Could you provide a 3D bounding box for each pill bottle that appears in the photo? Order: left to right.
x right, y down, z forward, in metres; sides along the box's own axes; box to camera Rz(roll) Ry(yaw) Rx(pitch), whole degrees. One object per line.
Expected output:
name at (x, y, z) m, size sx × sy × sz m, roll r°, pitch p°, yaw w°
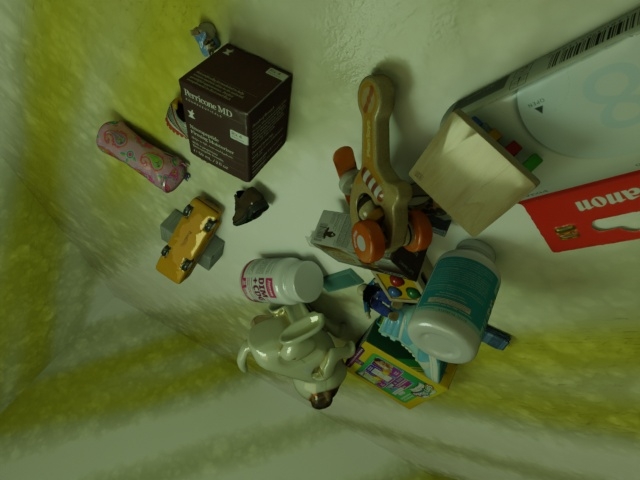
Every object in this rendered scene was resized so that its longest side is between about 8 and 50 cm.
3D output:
pill bottle at (-0.135, 0.138, 1.420) m, size 0.283 × 0.160 × 0.160 m, roll -5°, pitch 131°, yaw 45°
pill bottle at (0.301, 0.120, 0.903) m, size 0.146 × 0.264 × 0.146 m, roll 24°, pitch 147°, yaw 17°

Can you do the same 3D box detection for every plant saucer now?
plant saucer at (0.061, 0.136, 1.373) m, size 0.067 × 0.018 × 0.192 m, roll 44°, pitch 146°, yaw -15°

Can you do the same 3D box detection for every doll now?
doll at (0.166, 0.179, 1.249) m, size 0.046 × 0.129 × 0.189 m, roll 10°, pitch -170°, yaw -31°

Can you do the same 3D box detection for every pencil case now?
pencil case at (-0.565, -0.268, 1.324) m, size 0.284 × 0.124 × 0.124 m, roll 32°, pitch 148°, yaw 3°

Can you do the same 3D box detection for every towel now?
towel at (0.465, 0.264, 1.164) m, size 0.120 × 0.029 × 0.067 m, roll 23°, pitch 146°, yaw 16°

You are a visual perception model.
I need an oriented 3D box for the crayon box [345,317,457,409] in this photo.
crayon box at (0.274, 0.467, 1.532) m, size 0.313 × 0.106 × 0.363 m, roll 29°, pitch 148°, yaw 7°

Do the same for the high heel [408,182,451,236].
high heel at (0.191, -0.114, 0.860) m, size 0.186 × 0.093 × 0.261 m, roll 22°, pitch 150°, yaw 19°

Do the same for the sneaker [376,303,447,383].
sneaker at (0.287, 0.307, 1.297) m, size 0.208 × 0.127 × 0.318 m, roll 8°, pitch 130°, yaw 32°

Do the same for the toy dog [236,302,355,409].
toy dog at (-0.054, 0.432, 1.507) m, size 0.407 × 0.395 × 0.284 m, roll 57°, pitch 169°, yaw -31°

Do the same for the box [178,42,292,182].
box at (-0.181, -0.275, 0.912) m, size 0.169 × 0.167 × 0.203 m, roll 28°, pitch 147°, yaw 10°

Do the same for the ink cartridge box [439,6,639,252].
ink cartridge box at (0.424, -0.112, 0.654) m, size 0.385 × 0.091 × 0.308 m, roll 48°, pitch 146°, yaw -18°

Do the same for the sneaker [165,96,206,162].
sneaker at (-0.313, -0.285, 1.095) m, size 0.225 × 0.088 × 0.093 m, roll 37°, pitch 146°, yaw -4°

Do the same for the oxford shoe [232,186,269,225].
oxford shoe at (-0.228, -0.107, 1.278) m, size 0.096 × 0.083 × 0.227 m, roll 61°, pitch 147°, yaw 1°

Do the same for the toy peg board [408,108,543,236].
toy peg board at (0.255, -0.116, 0.676) m, size 0.160 × 0.079 × 0.161 m, roll 47°, pitch 151°, yaw 11°

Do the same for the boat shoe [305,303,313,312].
boat shoe at (-0.083, 0.280, 1.642) m, size 0.227 × 0.068 × 0.081 m, roll 47°, pitch 146°, yaw -19°

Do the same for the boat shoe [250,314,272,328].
boat shoe at (-0.144, 0.400, 1.822) m, size 0.341 × 0.121 × 0.110 m, roll 20°, pitch 142°, yaw 5°

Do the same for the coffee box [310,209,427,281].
coffee box at (0.118, 0.010, 1.021) m, size 0.247 × 0.098 × 0.141 m, roll 13°, pitch 165°, yaw 41°

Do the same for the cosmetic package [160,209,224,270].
cosmetic package at (-0.503, 0.000, 1.630) m, size 0.238 × 0.107 × 0.127 m, roll 32°, pitch 148°, yaw -2°

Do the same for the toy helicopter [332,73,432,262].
toy helicopter at (0.103, -0.143, 0.832) m, size 0.235 × 0.140 × 0.354 m, roll -140°, pitch 43°, yaw -58°

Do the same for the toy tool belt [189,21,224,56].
toy tool belt at (-0.244, -0.419, 0.891) m, size 0.052 × 0.051 × 0.083 m, roll 8°, pitch 139°, yaw 36°

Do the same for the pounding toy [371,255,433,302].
pounding toy at (0.183, 0.081, 1.118) m, size 0.206 × 0.094 × 0.181 m, roll -3°, pitch 132°, yaw 43°

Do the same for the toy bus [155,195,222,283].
toy bus at (-0.459, -0.002, 1.472) m, size 0.108 × 0.130 × 0.332 m, roll 35°, pitch 110°, yaw 0°

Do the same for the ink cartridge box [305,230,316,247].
ink cartridge box at (0.000, 0.000, 1.239) m, size 0.083 × 0.028 × 0.048 m, roll 11°, pitch 140°, yaw 32°
